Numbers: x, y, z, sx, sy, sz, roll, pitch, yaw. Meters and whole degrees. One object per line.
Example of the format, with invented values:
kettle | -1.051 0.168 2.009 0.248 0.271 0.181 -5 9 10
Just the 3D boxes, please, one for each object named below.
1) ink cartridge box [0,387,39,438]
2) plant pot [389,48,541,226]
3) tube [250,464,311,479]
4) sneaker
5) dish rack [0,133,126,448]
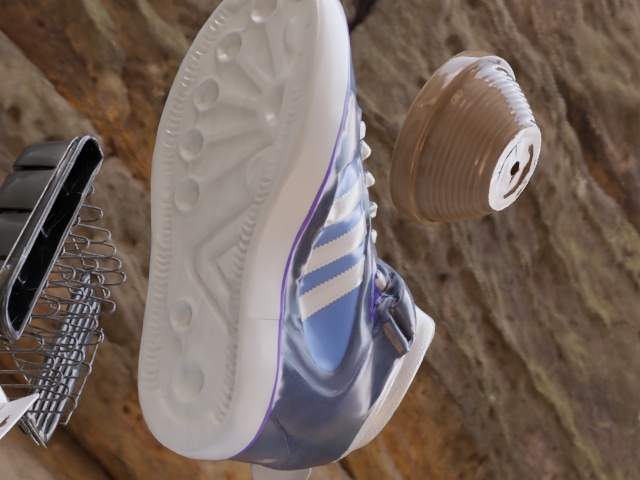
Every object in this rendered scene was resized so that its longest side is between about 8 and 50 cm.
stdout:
ink cartridge box | -0.166 0.073 0.346 0.048 0.083 0.028 -67 138 -67
plant pot | 0.203 -0.113 1.063 0.109 0.237 0.237 30 -18 32
tube | -0.048 0.159 0.813 0.080 0.052 0.207 56 5 -24
sneaker | 0.000 0.000 0.601 0.130 0.323 0.236 5 -7 35
dish rack | -0.243 0.059 0.775 0.074 0.208 0.272 6 -41 9
